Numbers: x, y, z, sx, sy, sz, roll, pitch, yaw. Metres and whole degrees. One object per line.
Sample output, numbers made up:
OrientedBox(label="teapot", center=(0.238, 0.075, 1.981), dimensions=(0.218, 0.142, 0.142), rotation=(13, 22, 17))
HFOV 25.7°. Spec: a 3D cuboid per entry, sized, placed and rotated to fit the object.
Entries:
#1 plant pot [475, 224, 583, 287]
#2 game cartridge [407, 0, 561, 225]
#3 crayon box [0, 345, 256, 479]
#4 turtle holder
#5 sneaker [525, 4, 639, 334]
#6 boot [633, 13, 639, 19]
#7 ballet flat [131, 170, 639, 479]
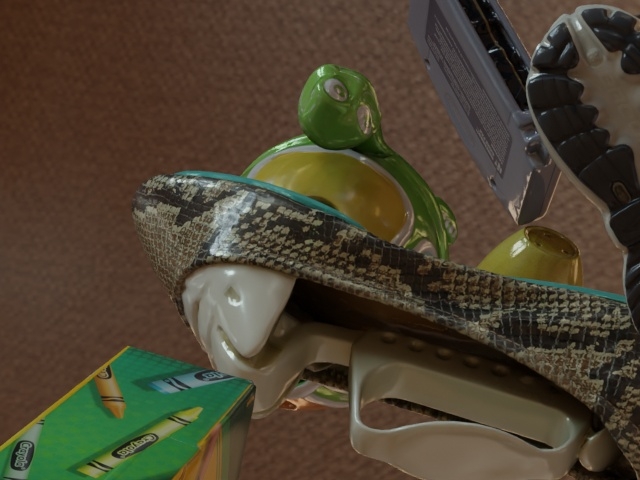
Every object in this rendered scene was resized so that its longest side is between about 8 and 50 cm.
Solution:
OrientedBox(label="plant pot", center=(0.237, 0.041, 1.554), dimensions=(0.134, 0.134, 0.095), rotation=(37, 122, 27))
OrientedBox(label="game cartridge", center=(0.181, -0.172, 1.548), dimensions=(0.060, 0.196, 0.294), rotation=(-20, 68, -13))
OrientedBox(label="crayon box", center=(-0.118, 0.173, 0.657), dimensions=(0.081, 0.278, 0.165), rotation=(15, 106, 10))
OrientedBox(label="turtle holder", center=(0.011, 0.017, 1.302), dimensions=(0.243, 0.227, 0.320), rotation=(42, 115, 0))
OrientedBox(label="sneaker", center=(0.212, -0.010, 0.791), dimensions=(0.107, 0.110, 0.275), rotation=(-26, 86, 15))
OrientedBox(label="boot", center=(0.357, -0.183, 1.188), dimensions=(0.229, 0.263, 0.091), rotation=(-19, 76, 16))
OrientedBox(label="ballet flat", center=(0.042, 0.078, 1.056), dimensions=(0.482, 0.182, 0.164), rotation=(17, 140, 15))
